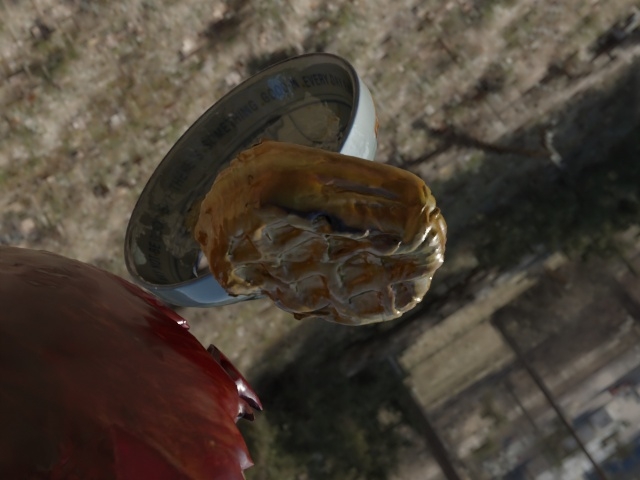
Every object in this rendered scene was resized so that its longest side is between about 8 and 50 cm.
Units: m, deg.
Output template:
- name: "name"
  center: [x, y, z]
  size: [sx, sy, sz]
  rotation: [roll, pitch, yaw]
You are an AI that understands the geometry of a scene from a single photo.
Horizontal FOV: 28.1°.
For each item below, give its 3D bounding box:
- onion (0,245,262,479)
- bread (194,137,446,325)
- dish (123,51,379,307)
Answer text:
- name: "onion"
  center: [-0.138, 0.138, 0.507]
  size: [0.276, 0.276, 0.276]
  rotation: [-25, 152, -14]
- name: "bread"
  center: [0.000, 0.000, 0.560]
  size: [0.111, 0.044, 0.083]
  rotation: [15, 133, -17]
- name: "dish"
  center: [-0.038, -0.028, 1.173]
  size: [0.273, 0.273, 0.134]
  rotation: [-38, 121, 11]
